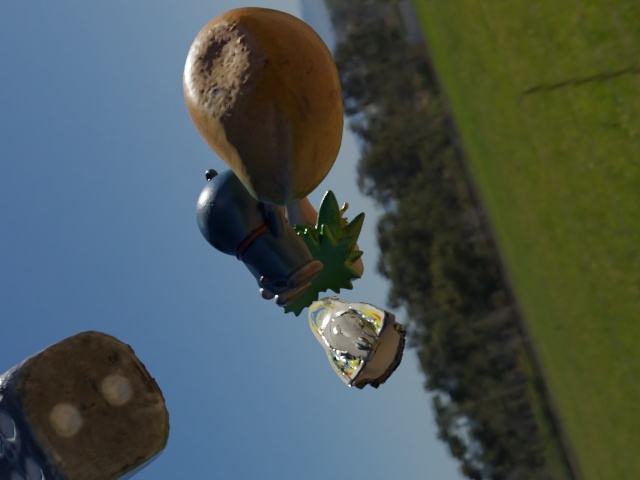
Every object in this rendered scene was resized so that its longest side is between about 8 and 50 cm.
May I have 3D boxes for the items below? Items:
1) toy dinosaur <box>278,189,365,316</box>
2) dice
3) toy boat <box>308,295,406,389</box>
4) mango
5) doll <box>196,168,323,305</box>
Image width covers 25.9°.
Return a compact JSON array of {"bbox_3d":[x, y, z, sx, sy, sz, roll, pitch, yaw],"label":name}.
[{"bbox_3d":[0.005,-0.005,1.739,0.194,0.152,0.177,47,-160,-18],"label":"toy dinosaur"},{"bbox_3d":[-0.305,0.226,1.667,0.181,0.183,0.182,56,138,7],"label":"dice"},{"bbox_3d":[0.028,0.097,1.457,0.066,0.084,0.210,24,-179,-24],"label":"toy boat"},{"bbox_3d":[-0.037,-0.105,1.010,0.165,0.115,0.089,49,-176,41],"label":"mango"},{"bbox_3d":[-0.063,-0.011,1.335,0.152,0.085,0.114,49,140,14],"label":"doll"}]
